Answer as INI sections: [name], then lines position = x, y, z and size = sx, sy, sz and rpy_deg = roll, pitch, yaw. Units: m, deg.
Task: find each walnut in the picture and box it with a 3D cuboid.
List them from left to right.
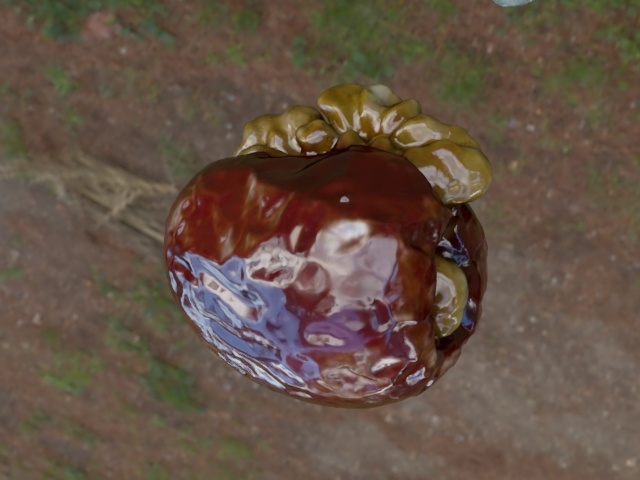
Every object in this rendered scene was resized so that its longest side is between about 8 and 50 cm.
[walnut]
position = 0.000, 0.000, 1.078
size = 0.269, 0.244, 0.221
rpy_deg = 7, -174, 34

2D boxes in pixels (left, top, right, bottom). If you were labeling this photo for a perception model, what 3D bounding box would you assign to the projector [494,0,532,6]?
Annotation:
[projector]
position = 0.117, -0.376, 1.451
size = 0.337, 0.108, 0.108
rpy_deg = 35, 149, -33
